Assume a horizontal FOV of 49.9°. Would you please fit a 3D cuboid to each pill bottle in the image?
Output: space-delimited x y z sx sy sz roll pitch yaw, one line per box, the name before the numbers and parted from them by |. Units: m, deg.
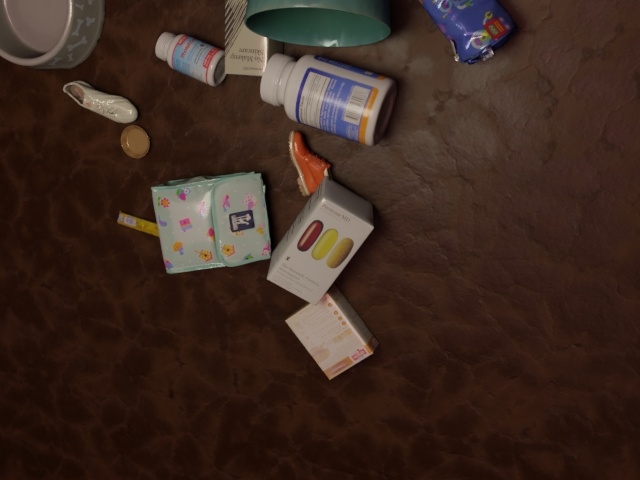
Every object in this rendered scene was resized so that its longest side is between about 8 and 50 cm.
pill bottle | -0.299 -0.427 1.603 0.160 0.087 0.087 25 112 11
pill bottle | 0.015 -0.314 1.490 0.272 0.152 0.152 21 111 14

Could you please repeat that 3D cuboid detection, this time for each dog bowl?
dog bowl | -0.708 -0.589 1.694 0.349 0.102 0.348 5 106 18

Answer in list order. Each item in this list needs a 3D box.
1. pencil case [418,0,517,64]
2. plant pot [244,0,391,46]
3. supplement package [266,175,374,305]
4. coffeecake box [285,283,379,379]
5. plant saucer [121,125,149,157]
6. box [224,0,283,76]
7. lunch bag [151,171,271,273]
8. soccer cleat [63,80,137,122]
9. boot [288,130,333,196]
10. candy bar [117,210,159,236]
pencil case | 0.256 -0.488 1.370 0.133 0.119 0.306 -38 90 8
plant pot | 0.001 -0.537 1.366 0.293 0.293 0.235 4 93 18
supplement package | 0.000 0.000 1.578 0.139 0.134 0.244 29 115 -12
coffeecake box | 0.029 0.225 1.687 0.142 0.068 0.185 -36 91 24
plant saucer | -0.469 -0.252 1.753 0.083 0.015 0.083 5 107 17
box | -0.145 -0.506 1.521 0.113 0.094 0.275 7 107 18
lunch bag | -0.252 -0.048 1.662 0.262 0.160 0.223 -5 101 9
soccer cleat | -0.552 -0.344 1.722 0.196 0.076 0.068 26 112 10
boot | -0.021 -0.186 1.595 0.085 0.059 0.157 -12 109 19
candy bar | -0.467 -0.041 1.813 0.162 0.018 0.040 17 107 15
